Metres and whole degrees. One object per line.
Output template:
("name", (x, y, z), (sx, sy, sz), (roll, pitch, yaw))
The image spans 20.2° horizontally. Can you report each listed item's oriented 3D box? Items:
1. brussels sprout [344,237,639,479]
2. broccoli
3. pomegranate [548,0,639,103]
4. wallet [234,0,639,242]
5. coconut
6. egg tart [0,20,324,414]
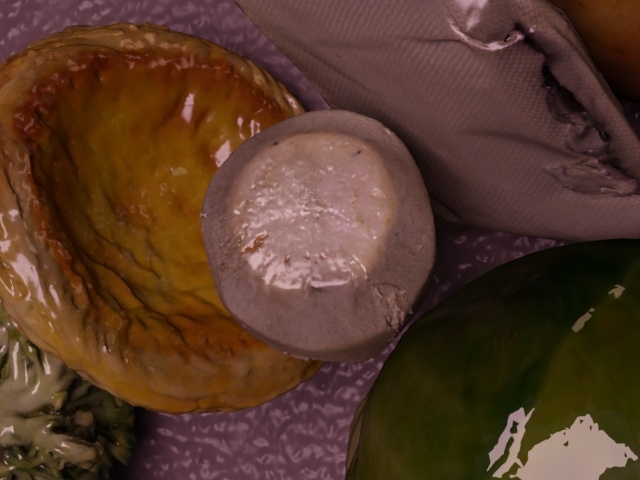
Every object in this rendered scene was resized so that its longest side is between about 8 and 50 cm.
("brussels sprout", (0.163, 0.144, 1.144), (0.354, 0.289, 0.281), (-17, 112, 52))
("broccoli", (-0.277, 0.098, 1.331), (0.288, 0.245, 0.248), (16, 95, 18))
("pomegranate", (0.235, -0.217, 1.140), (0.281, 0.281, 0.281), (-1, 89, 21))
("wallet", (0.076, -0.101, 1.157), (0.275, 0.335, 0.068), (16, 65, 44))
("coconut", (0.001, 0.003, 1.177), (0.161, 0.162, 0.161), (-2, 76, 7))
("egg tart", (-0.123, -0.009, 1.285), (0.128, 0.319, 0.319), (-38, 74, 51))
